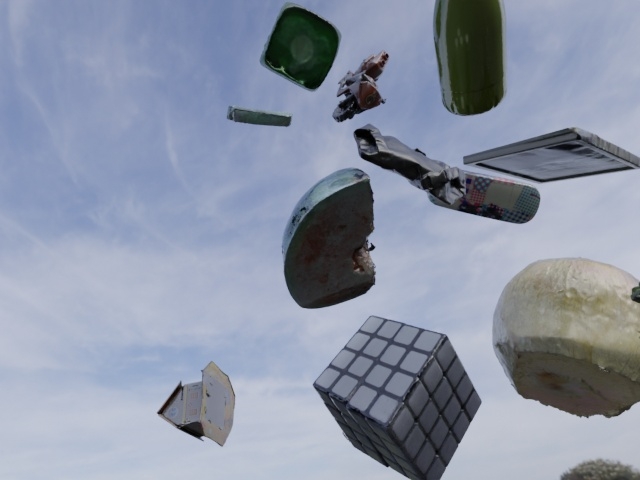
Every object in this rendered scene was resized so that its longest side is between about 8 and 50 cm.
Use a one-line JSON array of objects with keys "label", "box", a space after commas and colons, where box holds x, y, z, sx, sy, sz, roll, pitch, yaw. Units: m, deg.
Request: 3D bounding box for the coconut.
[{"label": "coconut", "box": [0.636, 0.208, 1.077, 0.403, 0.405, 0.405, -7, -36, -5]}]

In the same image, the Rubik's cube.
[{"label": "Rubik's cube", "box": [0.247, 0.493, 1.355, 0.337, 0.344, 0.345, 5, -47, 50]}]

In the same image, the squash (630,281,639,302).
[{"label": "squash", "box": [0.501, 0.070, 0.600, 0.132, 0.105, 0.105, 17, -43, -25]}]

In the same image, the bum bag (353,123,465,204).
[{"label": "bum bag", "box": [0.213, -0.181, 1.017, 0.309, 0.137, 0.074, 26, -45, 1]}]

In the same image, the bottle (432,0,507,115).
[{"label": "bottle", "box": [0.237, -0.338, 0.680, 0.111, 0.112, 0.260, -16, -50, 8]}]

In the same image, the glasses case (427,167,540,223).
[{"label": "glasses case", "box": [0.490, -0.139, 1.299, 0.327, 0.076, 0.125, 15, -69, 17]}]

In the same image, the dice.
[{"label": "dice", "box": [-0.041, -0.382, 0.850, 0.130, 0.120, 0.129, 22, -74, -17]}]

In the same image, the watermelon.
[{"label": "watermelon", "box": [-0.001, -0.004, 0.835, 0.187, 0.175, 0.322, -14, -52, -13]}]

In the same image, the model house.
[{"label": "model house", "box": [-0.337, 0.464, 1.174, 0.135, 0.208, 0.219, -14, -37, 6]}]

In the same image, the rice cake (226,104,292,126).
[{"label": "rice cake", "box": [-0.165, -0.347, 1.196, 0.210, 0.034, 0.043, -8, -47, -44]}]

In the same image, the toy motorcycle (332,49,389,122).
[{"label": "toy motorcycle", "box": [0.104, -0.349, 0.957, 0.118, 0.213, 0.084, -8, -42, 48]}]

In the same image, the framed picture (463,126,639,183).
[{"label": "framed picture", "box": [0.402, -0.138, 0.733, 0.259, 0.023, 0.188, 4, -5, -36]}]
